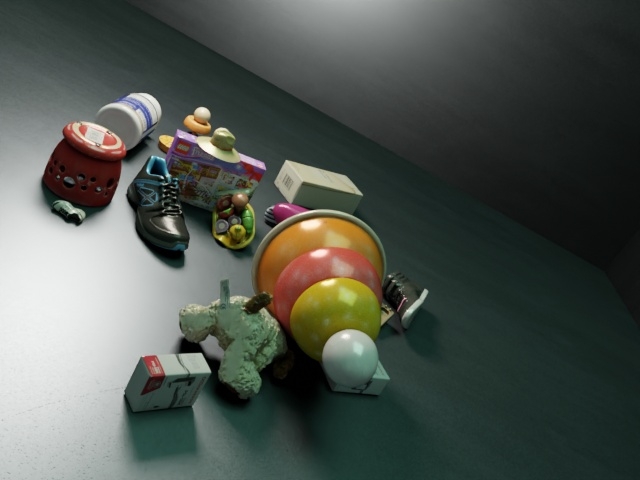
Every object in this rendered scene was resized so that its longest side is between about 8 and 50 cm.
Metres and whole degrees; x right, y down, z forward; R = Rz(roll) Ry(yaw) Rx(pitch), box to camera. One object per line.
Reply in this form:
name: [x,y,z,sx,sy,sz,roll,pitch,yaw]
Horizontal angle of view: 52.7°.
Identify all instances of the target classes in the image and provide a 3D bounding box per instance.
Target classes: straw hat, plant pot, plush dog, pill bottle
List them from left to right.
plant pot: [-0.627,-0.211,1.748,0.191,0.174,0.191,27,23,-13]
pill bottle: [-0.629,-0.402,2.147,0.153,0.153,0.265,28,23,-6]
straw hat: [-0.293,-0.298,1.941,0.144,0.061,0.144,25,25,-12]
plush dog: [-0.159,0.210,1.473,0.262,0.210,0.225,43,0,23]

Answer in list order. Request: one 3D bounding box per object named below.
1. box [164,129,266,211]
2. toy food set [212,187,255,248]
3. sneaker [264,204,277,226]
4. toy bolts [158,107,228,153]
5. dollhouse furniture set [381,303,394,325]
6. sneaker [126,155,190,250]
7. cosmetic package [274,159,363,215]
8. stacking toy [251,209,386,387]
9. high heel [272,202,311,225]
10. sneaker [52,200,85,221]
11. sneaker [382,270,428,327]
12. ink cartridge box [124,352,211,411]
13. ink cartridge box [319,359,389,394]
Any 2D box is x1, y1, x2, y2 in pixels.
box: [-0.344,-0.198,2.012,0.293,0.201,0.057,20,26,-25]
toy food set: [-0.260,-0.084,1.939,0.128,0.071,0.218,-1,60,-10]
sneaker: [-0.080,-0.066,2.212,0.223,0.083,0.098,26,19,-7]
toy bolts: [-0.432,-0.366,2.296,0.228,0.158,0.218,38,25,17]
dollhouse furniture set: [0.151,0.172,1.927,0.151,0.123,0.144,40,35,14]
sneaker: [-0.443,-0.105,1.788,0.125,0.140,0.341,9,32,-43]
cosmetic package: [-0.006,-0.200,2.526,0.309,0.113,0.160,8,32,-39]
stacking toy: [0.023,0.169,1.492,0.350,0.350,0.480,22,21,-18]
high heel: [0.000,0.000,2.066,0.377,0.127,0.181,34,2,1]
sneaker: [-0.637,-0.073,1.632,0.083,0.032,0.037,23,24,-15]
sneaker: [0.253,0.186,2.079,0.147,0.104,0.296,32,17,8]
ink cartridge box: [-0.295,0.274,1.254,0.135,0.099,0.056,6,33,-43]
ink cartridge box: [0.085,0.327,1.637,0.150,0.063,0.109,13,28,-32]
